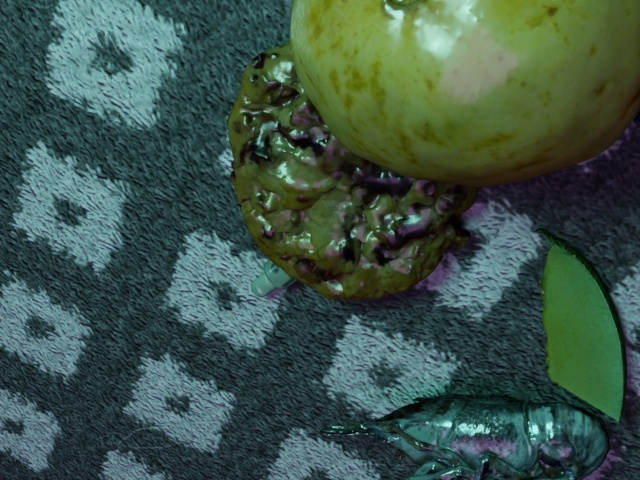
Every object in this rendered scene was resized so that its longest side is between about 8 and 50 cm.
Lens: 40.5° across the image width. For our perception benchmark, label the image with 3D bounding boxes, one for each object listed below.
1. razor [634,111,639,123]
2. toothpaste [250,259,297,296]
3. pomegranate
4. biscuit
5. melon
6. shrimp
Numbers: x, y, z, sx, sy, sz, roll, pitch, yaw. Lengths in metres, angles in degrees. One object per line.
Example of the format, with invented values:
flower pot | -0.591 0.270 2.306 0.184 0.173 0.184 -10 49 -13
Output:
razor | 0.313 -0.135 0.911 0.155 0.028 0.044 17 124 8
toothpaste | 0.000 0.000 1.103 0.255 0.037 0.067 -37 101 29
pomegranate | 0.134 -0.199 0.783 0.342 0.342 0.342 9 123 14
biscuit | 0.032 -0.076 0.998 0.289 0.081 0.334 -7 114 16
melon | 0.311 0.096 1.056 0.114 0.053 0.261 -2 117 41
shrimp | 0.183 0.282 1.127 0.372 0.172 0.137 -11 121 17
